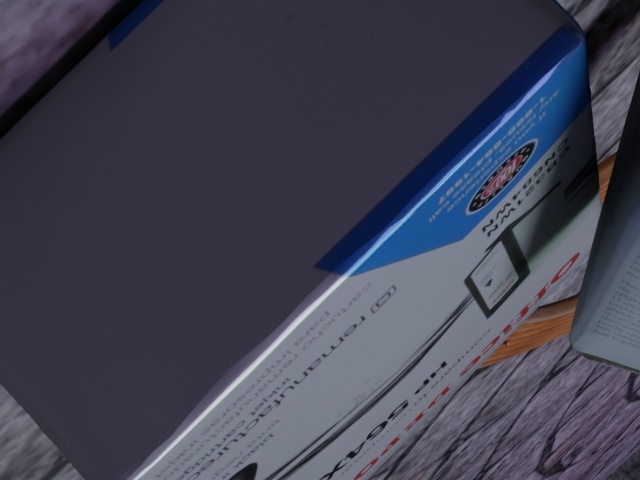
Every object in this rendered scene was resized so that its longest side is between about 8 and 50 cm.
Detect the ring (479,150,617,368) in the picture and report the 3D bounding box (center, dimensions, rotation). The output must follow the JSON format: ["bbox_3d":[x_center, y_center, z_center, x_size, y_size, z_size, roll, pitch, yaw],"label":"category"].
[{"bbox_3d":[0.182,-0.029,0.763,0.336,0.032,0.336,-27,165,-8],"label":"ring"}]

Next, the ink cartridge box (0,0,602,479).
[{"bbox_3d":[0.000,0.000,0.433,0.148,0.086,0.203,-45,162,0],"label":"ink cartridge box"}]

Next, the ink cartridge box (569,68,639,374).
[{"bbox_3d":[0.124,-0.101,0.377,0.224,0.045,0.223,92,16,-66],"label":"ink cartridge box"}]
